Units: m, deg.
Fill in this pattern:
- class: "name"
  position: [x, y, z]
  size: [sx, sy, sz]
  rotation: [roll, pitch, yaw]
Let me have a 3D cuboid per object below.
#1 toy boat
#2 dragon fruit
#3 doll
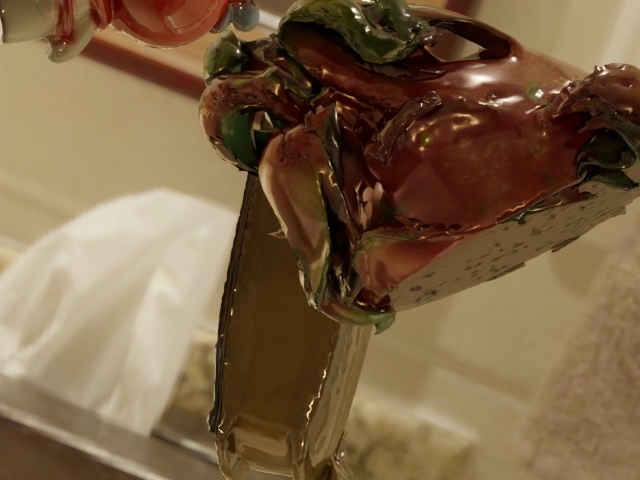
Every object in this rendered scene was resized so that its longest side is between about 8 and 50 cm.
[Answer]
- class: "toy boat"
  position: [0.000, 0.000, 0.974]
  size: [0.089, 0.321, 0.121]
  rotation: [7, -8, 14]
- class: "dragon fruit"
  position: [0.040, -0.030, 0.534]
  size: [0.175, 0.138, 0.142]
  rotation: [38, 47, 0]
- class: "doll"
  position: [-0.131, -0.231, 1.260]
  size: [0.290, 0.161, 0.130]
  rotation: [-19, 13, -23]
